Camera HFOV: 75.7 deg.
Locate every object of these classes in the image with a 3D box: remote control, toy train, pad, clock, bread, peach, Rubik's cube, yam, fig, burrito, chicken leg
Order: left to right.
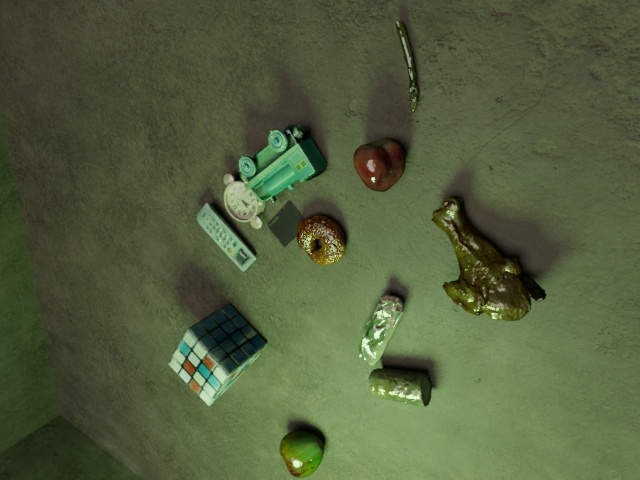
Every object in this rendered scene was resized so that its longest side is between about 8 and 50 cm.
[{"bbox_3d":[-0.425,0.467,1.713,0.256,0.259,0.253,43,122,10],"label":"Rubik's cube"},{"bbox_3d":[-0.368,-0.016,1.622,0.293,0.051,0.103,49,126,2],"label":"remote control"},{"bbox_3d":[-0.275,-0.149,1.510,0.155,0.063,0.229,-34,92,33],"label":"clock"},{"bbox_3d":[-0.135,-0.243,1.357,0.298,0.120,0.194,-29,97,36],"label":"toy train"},{"bbox_3d":[-0.121,-0.057,1.485,0.112,0.003,0.157,51,125,5],"label":"pad"},{"bbox_3d":[-0.076,0.884,1.720,0.190,0.181,0.181,-26,94,13],"label":"fig"},{"bbox_3d":[0.000,0.000,1.398,0.193,0.064,0.194,14,118,27],"label":"bread"},{"bbox_3d":[0.198,0.305,1.391,0.096,0.066,0.310,27,123,17],"label":"burrito"},{"bbox_3d":[0.170,-0.210,1.173,0.151,0.152,0.152,11,114,27],"label":"peach"},{"bbox_3d":[0.268,0.492,1.397,0.193,0.107,0.108,-2,107,32],"label":"yam"},{"bbox_3d":[0.417,0.071,1.136,0.211,0.140,0.361,-44,72,14],"label":"chicken leg"}]

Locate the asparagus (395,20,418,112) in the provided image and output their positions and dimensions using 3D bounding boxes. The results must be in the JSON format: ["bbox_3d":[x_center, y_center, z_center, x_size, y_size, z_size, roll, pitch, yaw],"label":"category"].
[{"bbox_3d":[0.236,-0.463,1.100,0.034,0.027,0.236,-4,106,37],"label":"asparagus"}]
